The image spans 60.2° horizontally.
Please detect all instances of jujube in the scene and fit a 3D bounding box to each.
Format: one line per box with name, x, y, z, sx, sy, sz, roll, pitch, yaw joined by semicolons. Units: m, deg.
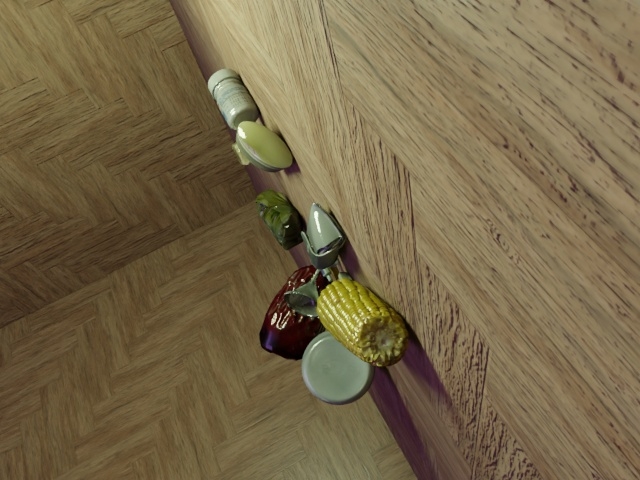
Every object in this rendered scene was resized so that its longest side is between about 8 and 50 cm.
jujube;-0.080;0.281;2.087;0.258;0.377;0.258;30;156;15

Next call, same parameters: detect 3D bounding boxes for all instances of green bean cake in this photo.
green bean cake;-0.245;-0.323;1.946;0.085;0.109;0.179;65;174;-14

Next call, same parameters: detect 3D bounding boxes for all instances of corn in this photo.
corn;0.084;0.172;1.237;0.144;0.143;0.387;63;171;-9

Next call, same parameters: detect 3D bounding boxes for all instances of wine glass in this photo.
wine glass;-0.017;0.115;1.579;0.122;0.183;0.122;19;146;13

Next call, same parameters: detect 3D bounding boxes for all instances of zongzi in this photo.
zongzi;-0.161;-0.121;2.063;0.251;0.125;0.274;53;168;21

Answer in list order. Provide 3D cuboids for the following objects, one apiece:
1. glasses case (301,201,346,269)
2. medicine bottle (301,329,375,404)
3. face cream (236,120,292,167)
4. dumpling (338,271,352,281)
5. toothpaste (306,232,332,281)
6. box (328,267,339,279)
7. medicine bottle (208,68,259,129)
glasses case;-0.001;-0.002;1.414;0.128;0.083;0.308;61;174;9
medicine bottle;0.070;0.426;1.921;0.245;0.245;0.306;62;-178;8
face cream;-0.169;-0.264;1.591;0.173;0.081;0.348;39;178;-10
dumpling;0.063;0.171;1.587;0.134;0.099;0.169;-104;-7;-61
toothpaste;-0.005;0.057;1.942;0.057;0.034;0.197;102;144;-71
box;0.019;0.047;1.754;0.089;0.022;0.156;57;172;47
medicine bottle;-0.264;-0.426;1.676;0.168;0.105;0.105;60;174;22
